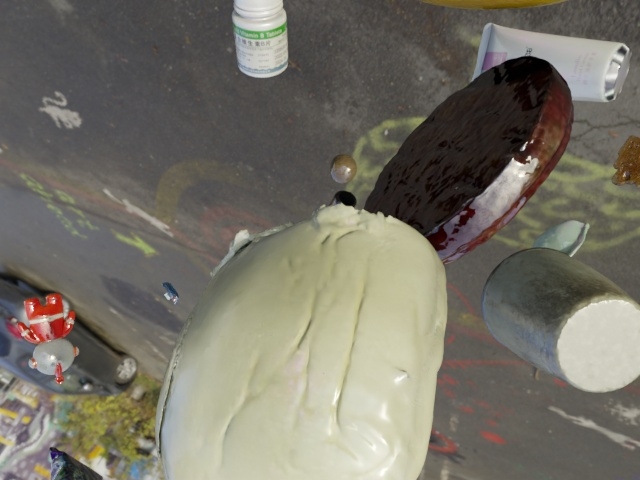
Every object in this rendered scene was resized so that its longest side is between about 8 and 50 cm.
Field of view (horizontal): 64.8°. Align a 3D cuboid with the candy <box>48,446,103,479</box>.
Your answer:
[{"bbox_3d":[-0.529,0.533,1.082,0.145,0.070,0.275,40,166,-21],"label":"candy"}]

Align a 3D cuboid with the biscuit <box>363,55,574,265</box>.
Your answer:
[{"bbox_3d":[0.225,-0.117,0.827,0.091,0.407,0.407,38,150,-16],"label":"biscuit"}]

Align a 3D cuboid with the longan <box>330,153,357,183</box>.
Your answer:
[{"bbox_3d":[0.077,-0.252,1.781,0.092,0.113,0.113,10,169,-43],"label":"longan"}]

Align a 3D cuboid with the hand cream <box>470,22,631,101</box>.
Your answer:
[{"bbox_3d":[0.514,-0.403,1.169,0.359,0.118,0.185,25,114,43],"label":"hand cream"}]

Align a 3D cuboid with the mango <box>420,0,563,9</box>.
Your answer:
[{"bbox_3d":[0.358,-0.575,0.987,0.447,0.300,0.232,1,125,19],"label":"mango"}]

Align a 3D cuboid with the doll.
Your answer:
[{"bbox_3d":[-0.730,0.269,1.369,0.076,0.143,0.244,-3,98,52],"label":"doll"}]

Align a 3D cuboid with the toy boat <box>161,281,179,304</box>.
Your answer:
[{"bbox_3d":[-0.466,0.164,1.560,0.083,0.038,0.038,51,158,20],"label":"toy boat"}]

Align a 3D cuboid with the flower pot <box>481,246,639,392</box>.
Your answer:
[{"bbox_3d":[0.575,0.184,1.190,0.294,0.293,0.330,31,-173,-5],"label":"flower pot"}]

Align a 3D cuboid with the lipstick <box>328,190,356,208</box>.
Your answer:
[{"bbox_3d":[0.000,0.000,1.252,0.057,0.057,0.356,29,141,-2],"label":"lipstick"}]

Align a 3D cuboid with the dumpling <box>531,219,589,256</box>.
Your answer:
[{"bbox_3d":[0.767,0.027,1.610,0.105,0.149,0.217,26,125,-37],"label":"dumpling"}]

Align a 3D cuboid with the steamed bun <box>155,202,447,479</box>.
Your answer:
[{"bbox_3d":[-0.030,0.139,0.479,0.233,0.311,0.333,15,139,5],"label":"steamed bun"}]

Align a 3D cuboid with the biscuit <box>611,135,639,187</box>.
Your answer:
[{"bbox_3d":[0.730,-0.183,1.159,0.019,0.129,0.120,19,155,-41],"label":"biscuit"}]

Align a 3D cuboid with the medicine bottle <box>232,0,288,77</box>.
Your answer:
[{"bbox_3d":[-0.151,-0.545,1.269,0.139,0.139,0.236,21,142,14],"label":"medicine bottle"}]
